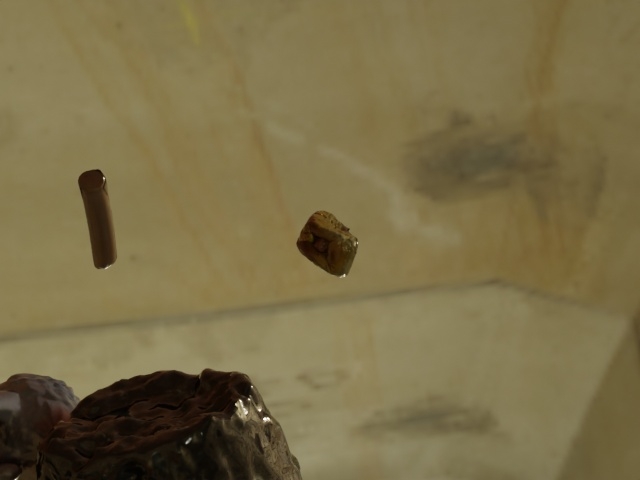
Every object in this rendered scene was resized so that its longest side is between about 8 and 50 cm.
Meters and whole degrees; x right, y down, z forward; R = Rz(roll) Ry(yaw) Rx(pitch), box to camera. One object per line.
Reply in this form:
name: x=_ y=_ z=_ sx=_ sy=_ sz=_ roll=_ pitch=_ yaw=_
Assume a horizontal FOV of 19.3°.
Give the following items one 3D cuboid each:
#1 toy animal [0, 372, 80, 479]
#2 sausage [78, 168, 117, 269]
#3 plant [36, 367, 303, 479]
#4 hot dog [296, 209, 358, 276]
toy animal: x=-0.231 y=0.144 z=1.422 sx=0.195 sy=0.090 sz=0.324 roll=8 pitch=0 yaw=19
sausage: x=-0.200 y=-0.016 z=1.698 sx=0.026 sy=0.026 sz=0.116 roll=-6 pitch=-41 yaw=-4
plant: x=-0.082 y=0.257 z=1.269 sx=0.182 sy=0.320 sz=0.194 roll=-7 pitch=18 yaw=33
hot dog: x=0.000 y=0.000 z=1.331 sx=0.034 sy=0.030 sz=0.090 roll=15 pitch=11 yaw=-17
